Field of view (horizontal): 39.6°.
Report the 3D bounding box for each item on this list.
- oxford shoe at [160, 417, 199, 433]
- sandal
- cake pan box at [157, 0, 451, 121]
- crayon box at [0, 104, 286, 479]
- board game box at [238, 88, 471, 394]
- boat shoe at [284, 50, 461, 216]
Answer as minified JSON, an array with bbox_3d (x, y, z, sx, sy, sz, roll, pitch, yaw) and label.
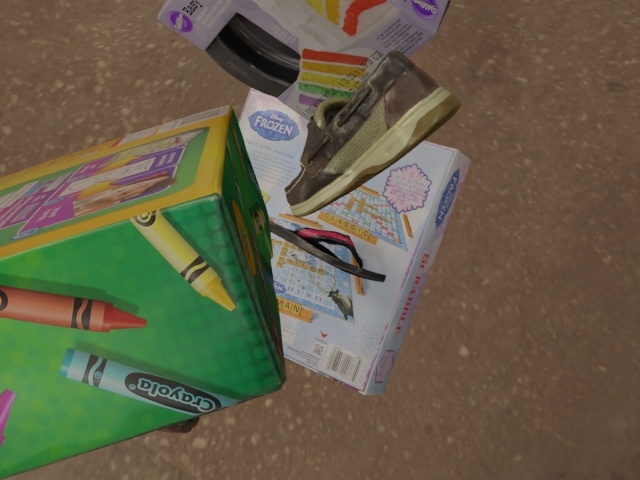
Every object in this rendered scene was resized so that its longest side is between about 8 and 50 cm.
[{"bbox_3d":[-0.147,0.145,0.867,0.096,0.227,0.083,32,71,-18],"label":"oxford shoe"},{"bbox_3d":[0.000,0.000,1.054,0.179,0.067,0.040,27,89,20],"label":"sandal"},{"bbox_3d":[-0.030,-0.259,0.999,0.246,0.267,0.070,34,60,-19],"label":"cake pan box"},{"bbox_3d":[-0.112,0.008,0.439,0.165,0.278,0.081,-18,106,0],"label":"crayon box"},{"bbox_3d":[-0.008,-0.007,1.159,0.318,0.066,0.318,22,91,28],"label":"board game box"},{"bbox_3d":[0.026,-0.084,0.714,0.080,0.223,0.073,-35,92,-30],"label":"boat shoe"}]
